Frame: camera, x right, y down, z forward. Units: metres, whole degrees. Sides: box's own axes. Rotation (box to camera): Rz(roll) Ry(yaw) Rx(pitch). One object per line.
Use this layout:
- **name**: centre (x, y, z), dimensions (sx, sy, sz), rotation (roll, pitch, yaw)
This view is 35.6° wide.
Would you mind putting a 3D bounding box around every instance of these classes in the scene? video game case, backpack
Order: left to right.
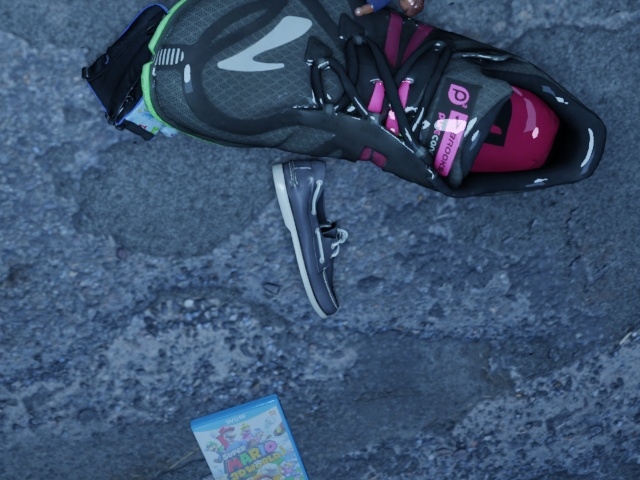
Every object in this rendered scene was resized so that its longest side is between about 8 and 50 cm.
- **backpack**: centre (-0.161, -0.167, 0.983), dimensions (0.114, 0.105, 0.084), rotation (-49, 141, 16)
- **video game case**: centre (-0.092, 0.285, 1.336), dimensions (0.119, 0.015, 0.166), rotation (-17, 124, 0)

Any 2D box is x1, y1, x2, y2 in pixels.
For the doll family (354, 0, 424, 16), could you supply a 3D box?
- **doll family**: centre (0.071, -0.291, 0.928), dimensions (0.111, 0.076, 0.193), rotation (33, 87, -21)

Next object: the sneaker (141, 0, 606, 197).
- **sneaker**: centre (0.071, -0.144, 0.952), dimensions (0.482, 0.202, 0.185), rotation (4, 103, -24)

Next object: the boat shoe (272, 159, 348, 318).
- **boat shoe**: centre (0.000, 0.000, 1.138), dimensions (0.064, 0.075, 0.206), rotation (-15, 119, 2)
